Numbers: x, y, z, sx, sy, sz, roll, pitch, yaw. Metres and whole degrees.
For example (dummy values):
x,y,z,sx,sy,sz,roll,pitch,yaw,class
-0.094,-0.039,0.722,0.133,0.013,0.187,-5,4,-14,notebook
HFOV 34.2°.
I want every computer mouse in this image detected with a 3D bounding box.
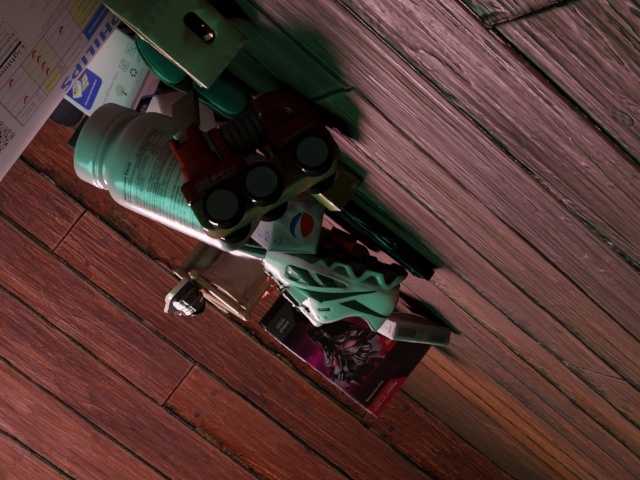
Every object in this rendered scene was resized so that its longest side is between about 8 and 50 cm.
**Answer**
x,y,z,sx,sy,sz,roll,pitch,yaw,class
-0.463,-0.335,1.875,0.060,0.262,0.184,-32,118,35,computer mouse

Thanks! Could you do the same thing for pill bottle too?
x,y,z,sx,sy,sz,roll,pitch,yaw,class
-0.230,-0.106,1.629,0.283,0.160,0.160,24,168,15,pill bottle

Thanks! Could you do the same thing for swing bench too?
x,y,z,sx,sy,sz,roll,pitch,yaw,class
-0.176,0.026,2.347,0.165,0.253,0.254,40,171,-13,swing bench

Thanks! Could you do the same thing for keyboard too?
x,y,z,sx,sy,sz,roll,pitch,yaw,class
0.068,-0.036,1.805,0.317,0.033,0.201,37,178,-4,keyboard

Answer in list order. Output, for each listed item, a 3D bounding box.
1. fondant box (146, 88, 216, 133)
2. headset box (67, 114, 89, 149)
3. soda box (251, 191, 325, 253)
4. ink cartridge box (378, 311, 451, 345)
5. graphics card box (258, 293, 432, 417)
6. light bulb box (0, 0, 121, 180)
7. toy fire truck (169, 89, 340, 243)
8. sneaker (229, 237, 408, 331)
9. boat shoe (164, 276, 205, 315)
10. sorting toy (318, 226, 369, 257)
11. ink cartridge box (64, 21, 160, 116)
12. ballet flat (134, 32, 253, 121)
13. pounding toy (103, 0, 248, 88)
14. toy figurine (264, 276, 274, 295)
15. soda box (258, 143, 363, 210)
x,y,z,sx,sy,sz,roll,pitch,yaw,class
-0.269,-0.156,1.914,0.330,0.096,0.238,15,118,66,fondant box
-0.385,-0.191,2.210,0.218,0.110,0.293,37,-167,1,headset box
-0.092,-0.062,1.813,0.091,0.098,0.286,4,-167,-25,soda box
0.178,0.187,2.277,0.145,0.045,0.179,9,-179,-26,ink cartridge box
0.063,0.227,2.516,0.371,0.233,0.094,40,175,-14,graphics card box
-0.505,-0.324,1.485,0.225,0.358,0.361,33,170,11,light bulb box
-0.117,-0.145,1.478,0.246,0.217,0.158,58,176,12,toy fire truck
-0.025,0.077,1.828,0.330,0.146,0.122,17,-165,-2,sneaker
-0.297,0.142,2.317,0.079,0.084,0.233,38,167,0,boat shoe
0.000,0.000,1.974,0.208,0.038,0.193,29,-162,-1,sorting toy
-0.418,-0.333,1.750,0.332,0.165,0.065,36,-153,10,ink cartridge box
-0.196,-0.252,1.601,0.213,0.072,0.068,37,175,1,ballet flat
-0.181,-0.282,1.348,0.181,0.094,0.206,38,-178,-40,pounding toy
-0.186,-0.040,2.606,0.362,0.191,0.217,47,139,-14,toy figurine
-0.026,-0.124,1.614,0.181,0.061,0.058,39,172,-12,soda box
